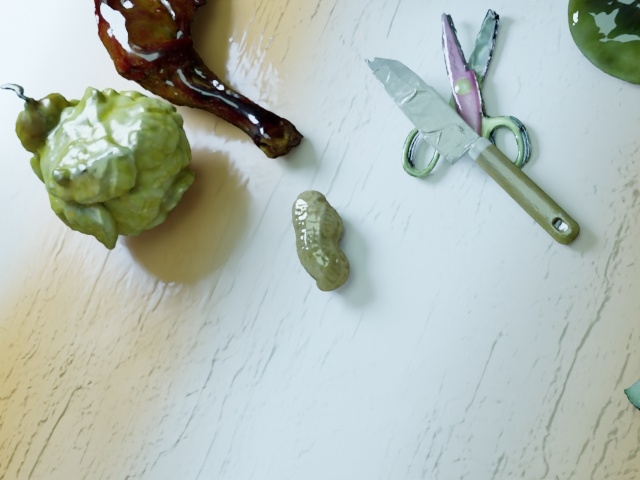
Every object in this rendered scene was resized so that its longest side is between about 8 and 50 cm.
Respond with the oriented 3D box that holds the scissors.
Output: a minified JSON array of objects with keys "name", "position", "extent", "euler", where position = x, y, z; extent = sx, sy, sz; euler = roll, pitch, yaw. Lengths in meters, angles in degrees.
[{"name":"scissors","position":[0.152,-0.154,1.159],"extent":[0.133,0.020,0.187],"euler":[-2,73,19]}]

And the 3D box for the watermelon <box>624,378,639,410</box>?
[{"name":"watermelon","position":[0.372,0.122,0.956],"extent":[0.207,0.136,0.202],"euler":[-6,26,49]}]

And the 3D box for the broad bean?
[{"name":"broad bean","position":[0.346,-0.220,1.083],"extent":[0.206,0.072,0.153],"euler":[-10,65,32]}]

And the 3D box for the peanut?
[{"name":"peanut","position":[0.000,0.000,1.152],"extent":[0.054,0.054,0.113],"euler":[-20,68,15]}]

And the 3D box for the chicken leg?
[{"name":"chicken leg","position":[-0.164,-0.230,1.286],"extent":[0.158,0.096,0.407],"euler":[-28,64,-10]}]

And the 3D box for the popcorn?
[{"name":"popcorn","position":[-0.237,-0.099,1.229],"extent":[0.195,0.173,0.168],"euler":[44,105,34]}]

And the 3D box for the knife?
[{"name":"knife","position":[0.142,-0.096,1.126],"extent":[0.047,0.017,0.298],"euler":[-48,68,13]}]
